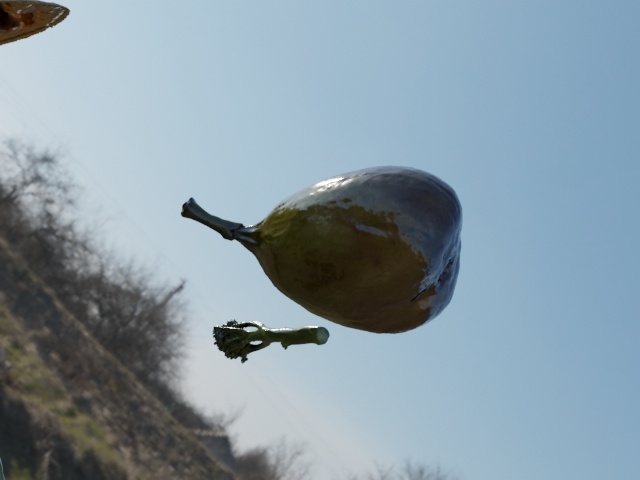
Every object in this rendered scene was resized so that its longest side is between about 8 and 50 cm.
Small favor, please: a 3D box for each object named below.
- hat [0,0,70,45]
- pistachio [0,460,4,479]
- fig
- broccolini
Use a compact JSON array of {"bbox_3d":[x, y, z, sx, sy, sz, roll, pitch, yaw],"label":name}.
[{"bbox_3d":[-0.485,-0.381,1.141,0.233,0.244,0.233,-147,-140,-85],"label":"hat"},{"bbox_3d":[-0.270,0.151,0.627,0.173,0.049,0.090,17,-61,54],"label":"pistachio"},{"bbox_3d":[0.000,0.001,0.839,0.274,0.146,0.170,9,-38,5],"label":"fig"},{"bbox_3d":[-0.072,0.146,1.248,0.216,0.058,0.067,-2,-34,46],"label":"broccolini"}]
